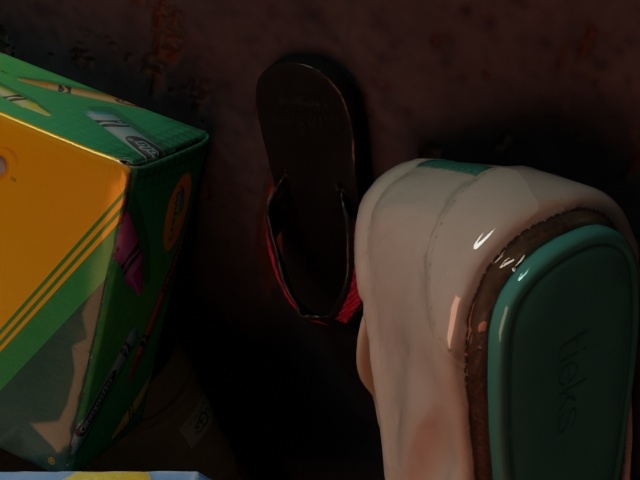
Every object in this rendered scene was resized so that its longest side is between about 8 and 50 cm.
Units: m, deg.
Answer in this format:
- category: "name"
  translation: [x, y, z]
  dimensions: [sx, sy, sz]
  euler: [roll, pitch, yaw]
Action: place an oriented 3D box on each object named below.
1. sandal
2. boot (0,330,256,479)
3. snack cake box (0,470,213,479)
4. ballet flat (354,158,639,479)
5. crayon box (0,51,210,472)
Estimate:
- category: "sandal"
  translation: [0.000, 0.000, 0.638]
  dimensions: [0.067, 0.040, 0.179]
  euler: [6, 129, 29]
- category: "boot"
  translation: [-0.111, 0.190, 0.840]
  dimensions: [0.236, 0.089, 0.270]
  euler: [-7, 123, 38]
- category: "snack cake box"
  translation: [-0.129, 0.183, 0.691]
  dimensions: [0.264, 0.089, 0.152]
  euler: [-7, 150, 33]
- category: "ballet flat"
  translation: [0.078, 0.135, 0.646]
  dimensions: [0.139, 0.139, 0.400]
  euler: [11, 124, 26]
- category: "crayon box"
  translation: [-0.207, -0.018, 0.689]
  dimensions: [0.278, 0.081, 0.165]
  euler: [22, 112, 16]
